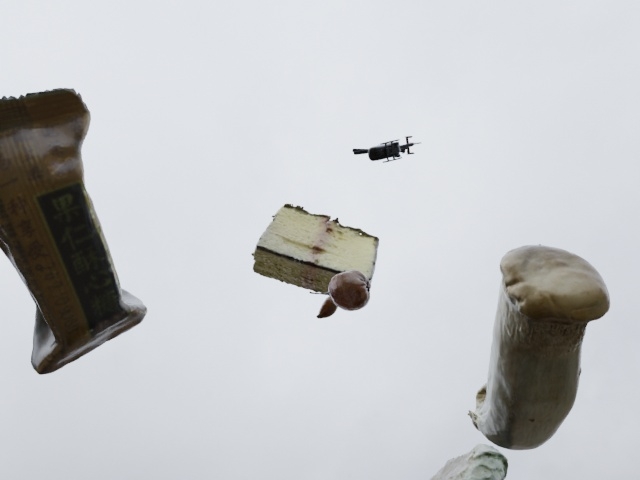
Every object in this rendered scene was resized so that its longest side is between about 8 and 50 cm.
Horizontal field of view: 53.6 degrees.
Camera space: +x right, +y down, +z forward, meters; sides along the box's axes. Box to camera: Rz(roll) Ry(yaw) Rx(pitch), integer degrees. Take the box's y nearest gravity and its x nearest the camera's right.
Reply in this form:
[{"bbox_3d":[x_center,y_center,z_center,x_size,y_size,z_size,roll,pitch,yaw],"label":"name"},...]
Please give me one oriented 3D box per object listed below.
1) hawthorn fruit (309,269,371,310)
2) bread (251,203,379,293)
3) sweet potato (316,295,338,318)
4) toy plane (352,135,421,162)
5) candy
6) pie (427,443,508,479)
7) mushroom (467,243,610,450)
[{"bbox_3d":[0.031,0.084,1.006,0.103,0.067,0.067,-16,-46,22],"label":"hawthorn fruit"},{"bbox_3d":[0.000,0.000,1.263,0.240,0.178,0.135,16,-27,0],"label":"bread"},{"bbox_3d":[0.023,0.135,1.353,0.034,0.095,0.034,25,-36,20],"label":"sweet potato"},{"bbox_3d":[0.136,-0.175,1.209,0.145,0.060,0.037,-16,-76,-29],"label":"toy plane"},{"bbox_3d":[-0.261,-0.012,0.619,0.143,0.101,0.272,-26,-64,-28],"label":"candy"},{"bbox_3d":[0.154,0.416,0.923,0.306,0.071,0.306,-37,-12,-9],"label":"pie"},{"bbox_3d":[0.224,0.138,0.687,0.095,0.123,0.351,-20,-39,-13],"label":"mushroom"}]
